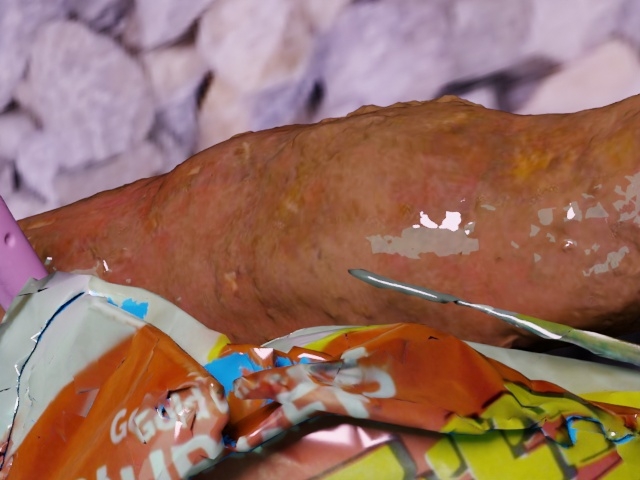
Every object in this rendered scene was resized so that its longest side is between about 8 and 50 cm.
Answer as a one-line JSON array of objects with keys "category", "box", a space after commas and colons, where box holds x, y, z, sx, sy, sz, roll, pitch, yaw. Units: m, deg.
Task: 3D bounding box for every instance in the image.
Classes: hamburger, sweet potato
[{"category": "hamburger", "box": [0.020, 0.136, 0.434, 0.260, 0.150, 0.276, -4, 104, -2]}, {"category": "sweet potato", "box": [0.004, 0.003, 0.490, 0.354, 0.106, 0.095, -8, 75, 29]}]

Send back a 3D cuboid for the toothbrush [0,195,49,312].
[{"category": "toothbrush", "box": [-0.072, 0.059, 0.493, 0.025, 0.020, 0.286, -2, 128, 37]}]
